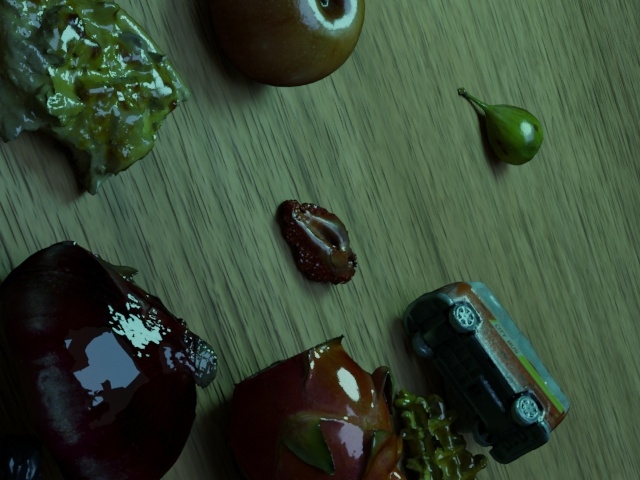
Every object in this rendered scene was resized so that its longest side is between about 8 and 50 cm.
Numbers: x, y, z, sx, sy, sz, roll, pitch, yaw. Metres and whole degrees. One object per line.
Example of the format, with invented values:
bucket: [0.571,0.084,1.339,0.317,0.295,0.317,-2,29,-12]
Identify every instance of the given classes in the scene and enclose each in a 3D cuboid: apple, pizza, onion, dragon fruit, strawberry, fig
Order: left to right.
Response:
pizza: [-0.253,-0.178,1.553,0.323,0.089,0.223,36,51,-44]
onion: [-0.198,0.120,1.432,0.272,0.195,0.272,-17,90,-81]
apple: [-0.038,-0.292,1.805,0.201,0.162,0.201,16,70,-53]
dragon fruit: [-0.001,0.234,1.694,0.224,0.224,0.227,-26,98,-53]
strawberry: [0.003,0.000,1.890,0.152,0.048,0.104,45,45,-43]
fig: [0.299,-0.198,2.310,0.166,0.093,0.093,60,40,-24]

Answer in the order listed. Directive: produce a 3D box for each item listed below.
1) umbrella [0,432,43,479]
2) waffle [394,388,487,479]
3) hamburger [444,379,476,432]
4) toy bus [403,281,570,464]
umbrella: [-0.284,0.324,1.376,0.122,0.110,0.272,-25,107,-54]
waffle: [0.157,0.371,1.995,0.260,0.069,0.293,50,47,-34]
hamburger: [0.238,0.220,2.147,0.140,0.062,0.133,-9,91,-56]
toy bus: [0.237,0.174,2.040,0.120,0.121,0.265,-31,83,-41]
